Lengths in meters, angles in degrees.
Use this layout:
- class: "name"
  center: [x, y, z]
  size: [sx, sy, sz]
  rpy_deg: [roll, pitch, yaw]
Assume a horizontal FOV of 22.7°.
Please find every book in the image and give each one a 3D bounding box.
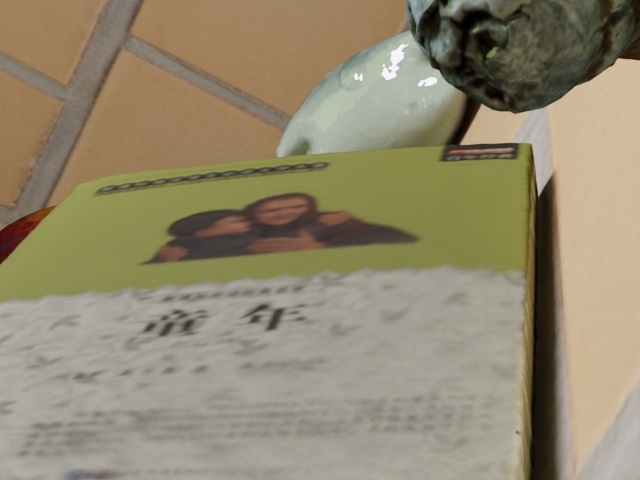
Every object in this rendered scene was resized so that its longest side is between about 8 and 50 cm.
- class: "book"
  center: [-0.035, 0.030, 0.628]
  size: [0.352, 0.239, 0.035]
  rpy_deg: [-68, -26, -67]

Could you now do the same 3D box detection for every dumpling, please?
- class: "dumpling"
  center: [0.058, -0.114, 1.288]
  size: [0.216, 0.105, 0.149]
  rpy_deg: [-37, 16, 36]

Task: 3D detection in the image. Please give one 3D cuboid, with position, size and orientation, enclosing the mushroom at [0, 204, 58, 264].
- class: "mushroom"
  center: [-0.094, 0.117, 0.982]
  size: [0.345, 0.259, 0.346]
  rpy_deg: [5, 95, 58]

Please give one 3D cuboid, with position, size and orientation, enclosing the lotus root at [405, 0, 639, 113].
- class: "lotus root"
  center: [0.109, -0.146, 0.502]
  size: [0.322, 0.139, 0.158]
  rpy_deg: [-74, -8, -45]
